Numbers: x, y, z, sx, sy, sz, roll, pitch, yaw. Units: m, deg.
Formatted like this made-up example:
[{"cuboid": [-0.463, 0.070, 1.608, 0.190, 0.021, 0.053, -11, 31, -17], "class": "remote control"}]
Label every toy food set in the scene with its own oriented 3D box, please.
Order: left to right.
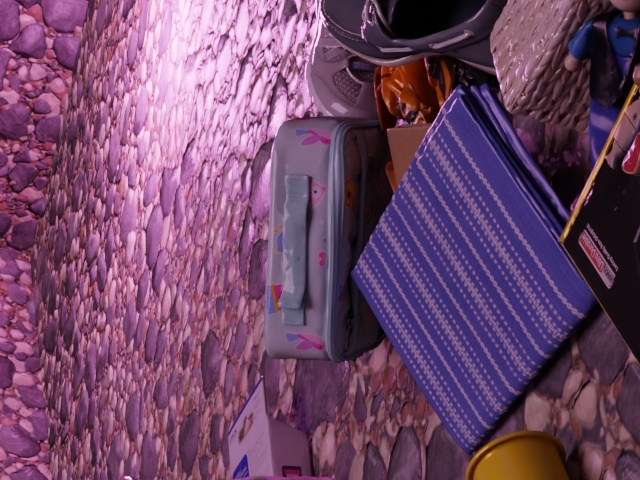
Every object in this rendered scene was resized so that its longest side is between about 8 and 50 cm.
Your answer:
[{"cuboid": [0.247, -0.099, 1.293, 0.078, 0.019, 0.122, -117, 43, -59], "class": "toy food set"}]

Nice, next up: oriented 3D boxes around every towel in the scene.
[{"cuboid": [0.147, 0.032, 1.670, 0.243, 0.040, 0.336, 59, 148, 21], "class": "towel"}]

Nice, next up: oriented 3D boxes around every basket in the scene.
[{"cuboid": [0.227, -0.187, 1.508, 0.167, 0.103, 0.113, 115, 154, -46], "class": "basket"}]

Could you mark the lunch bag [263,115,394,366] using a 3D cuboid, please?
[{"cuboid": [0.013, 0.002, 1.918, 0.224, 0.107, 0.279, -15, -74, -74], "class": "lunch bag"}]

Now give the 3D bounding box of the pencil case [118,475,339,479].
[{"cuboid": [-0.109, 0.341, 2.060, 0.124, 0.284, 0.124, -178, 90, -73], "class": "pencil case"}]

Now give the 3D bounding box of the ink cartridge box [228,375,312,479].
[{"cuboid": [-0.061, 0.380, 2.252, 0.176, 0.069, 0.371, 120, 147, -52], "class": "ink cartridge box"}]

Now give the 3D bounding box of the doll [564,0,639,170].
[{"cuboid": [0.258, -0.131, 1.412, 0.129, 0.046, 0.189, 6, 109, 31], "class": "doll"}]

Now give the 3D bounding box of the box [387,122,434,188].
[{"cuboid": [0.135, -0.018, 1.713, 0.164, 0.021, 0.201, 2, 105, 59], "class": "box"}]

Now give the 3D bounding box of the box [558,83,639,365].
[{"cuboid": [0.304, -0.015, 1.239, 0.322, 0.079, 0.257, -113, 41, -55], "class": "box"}]

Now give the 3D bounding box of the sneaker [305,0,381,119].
[{"cuboid": [0.043, -0.251, 2.071, 0.115, 0.105, 0.281, 120, 151, -51], "class": "sneaker"}]

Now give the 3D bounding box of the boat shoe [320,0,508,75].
[{"cuboid": [0.098, -0.239, 1.747, 0.319, 0.099, 0.116, 19, 83, 48], "class": "boat shoe"}]

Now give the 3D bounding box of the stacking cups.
[{"cuboid": [0.210, 0.308, 1.448, 0.316, 0.096, 0.096, -108, 30, -44], "class": "stacking cups"}]

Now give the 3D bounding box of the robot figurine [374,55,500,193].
[{"cuboid": [0.117, -0.155, 1.853, 0.211, 0.085, 0.291, 120, 150, -49], "class": "robot figurine"}]
